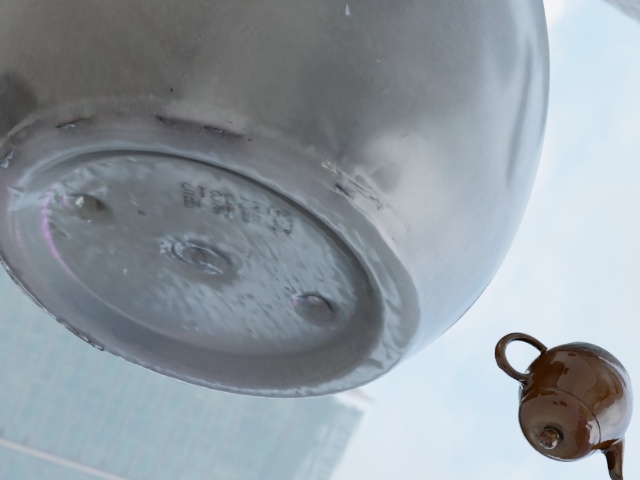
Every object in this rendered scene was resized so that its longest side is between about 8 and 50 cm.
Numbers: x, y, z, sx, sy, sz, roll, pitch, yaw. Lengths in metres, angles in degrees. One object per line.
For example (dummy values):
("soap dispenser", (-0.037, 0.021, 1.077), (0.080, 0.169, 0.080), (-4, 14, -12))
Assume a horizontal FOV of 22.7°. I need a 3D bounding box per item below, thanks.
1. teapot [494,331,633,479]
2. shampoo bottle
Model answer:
("teapot", (0.227, 0.155, 1.489), (0.116, 0.173, 0.116), (-45, 179, -2))
("shampoo bottle", (-0.024, -0.084, 0.781), (0.273, 0.273, 0.266), (-28, -144, 44))
